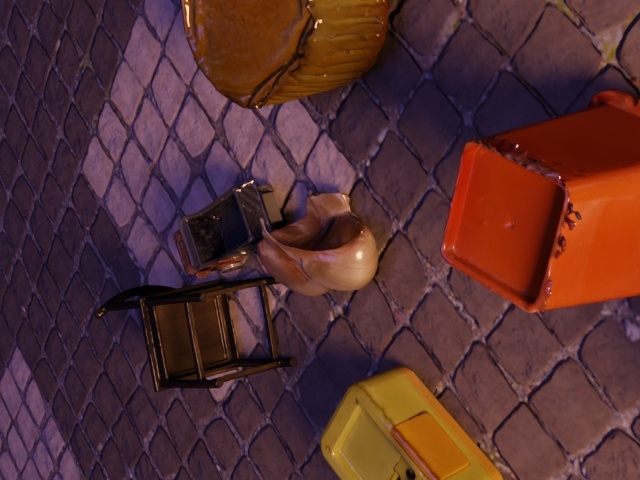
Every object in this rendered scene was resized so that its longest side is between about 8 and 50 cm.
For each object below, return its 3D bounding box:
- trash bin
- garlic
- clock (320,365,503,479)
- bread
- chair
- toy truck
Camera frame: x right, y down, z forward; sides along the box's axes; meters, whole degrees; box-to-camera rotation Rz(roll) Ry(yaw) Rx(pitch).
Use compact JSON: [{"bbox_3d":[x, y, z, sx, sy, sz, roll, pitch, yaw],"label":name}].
[{"bbox_3d":[0.235,-0.023,0.908,0.184,0.239,0.161,32,122,40],"label":"trash bin"},{"bbox_3d":[-0.004,0.012,1.324,0.175,0.099,0.124,5,118,49],"label":"garlic"},{"bbox_3d":[0.102,0.258,1.252,0.202,0.096,0.143,50,131,29],"label":"clock"},{"bbox_3d":[-0.041,-0.276,1.252,0.253,0.142,0.227,-23,82,50],"label":"bread"},{"bbox_3d":[-0.178,0.126,1.514,0.260,0.155,0.141,-8,92,49],"label":"chair"},{"bbox_3d":[-0.121,-0.013,1.457,0.192,0.092,0.083,-29,77,50],"label":"toy truck"}]
